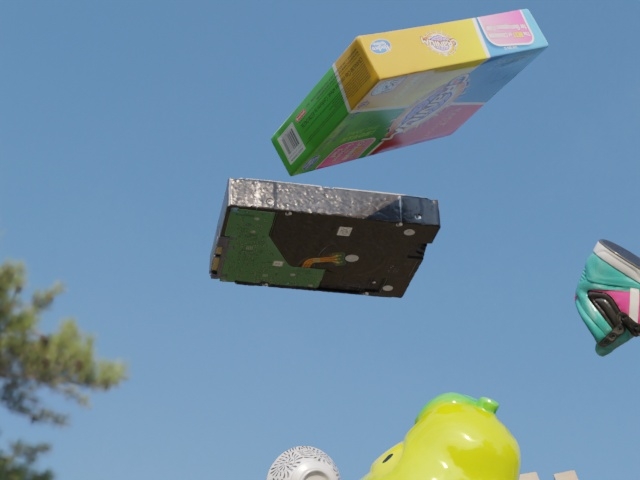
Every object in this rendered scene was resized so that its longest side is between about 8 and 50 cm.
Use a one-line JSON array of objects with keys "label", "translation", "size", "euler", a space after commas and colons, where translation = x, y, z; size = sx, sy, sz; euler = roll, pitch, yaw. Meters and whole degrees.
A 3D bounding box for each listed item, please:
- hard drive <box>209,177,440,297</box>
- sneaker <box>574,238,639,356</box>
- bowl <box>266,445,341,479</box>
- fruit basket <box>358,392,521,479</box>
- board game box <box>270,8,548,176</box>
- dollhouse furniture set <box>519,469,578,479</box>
[{"label": "hard drive", "translation": [0.000, 0.000, 1.766], "size": [0.339, 0.064, 0.237], "euler": [4, -33, -10]}, {"label": "sneaker", "translation": [0.579, 0.151, 1.963], "size": [0.295, 0.124, 0.178], "euler": [38, -70, 21]}, {"label": "bowl", "translation": [-0.021, 0.509, 2.239], "size": [0.170, 0.170, 0.080], "euler": [22, -18, -15]}, {"label": "fruit basket", "translation": [0.073, 0.339, 1.060], "size": [0.283, 0.392, 0.392], "euler": [-8, -39, 0]}, {"label": "board game box", "translation": [0.120, -0.201, 1.466], "size": [0.317, 0.064, 0.242], "euler": [-17, -16, -36]}, {"label": "dollhouse furniture set", "translation": [0.533, 0.581, 2.047], "size": [0.303, 0.198, 0.286], "euler": [-10, -51, -2]}]
